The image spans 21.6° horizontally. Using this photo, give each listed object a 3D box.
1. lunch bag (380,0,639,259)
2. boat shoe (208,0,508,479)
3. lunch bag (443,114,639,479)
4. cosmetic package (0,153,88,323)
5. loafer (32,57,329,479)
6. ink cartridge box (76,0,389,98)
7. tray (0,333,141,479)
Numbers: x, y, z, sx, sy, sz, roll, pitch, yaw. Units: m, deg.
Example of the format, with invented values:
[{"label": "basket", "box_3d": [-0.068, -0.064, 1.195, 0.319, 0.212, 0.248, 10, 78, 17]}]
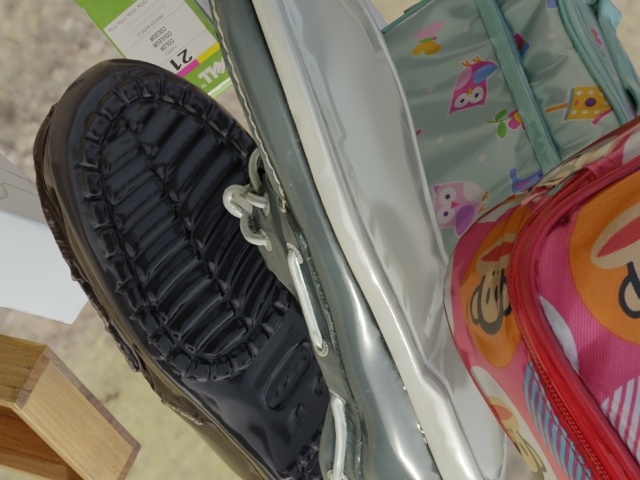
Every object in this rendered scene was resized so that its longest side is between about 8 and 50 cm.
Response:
[{"label": "lunch bag", "box_3d": [0.115, -0.060, 1.107, 0.224, 0.279, 0.108, -37, 134, 22]}, {"label": "boat shoe", "box_3d": [0.000, 0.000, 0.795, 0.116, 0.099, 0.319, -66, 140, -52]}, {"label": "lunch bag", "box_3d": [0.222, 0.042, 0.671, 0.293, 0.258, 0.120, -33, -178, -15]}, {"label": "cosmetic package", "box_3d": [-0.400, -0.080, 1.523, 0.097, 0.377, 0.284, -55, 154, 3]}, {"label": "loafer", "box_3d": [-0.080, 0.046, 1.035, 0.134, 0.130, 0.366, -48, 128, -27]}, {"label": "ink cartridge box", "box_3d": [-0.041, -0.150, 1.306, 0.097, 0.255, 0.189, -31, -169, 38]}, {"label": "tray", "box_3d": [-0.403, 0.149, 1.744, 0.076, 0.411, 0.203, -63, 144, -24]}]
